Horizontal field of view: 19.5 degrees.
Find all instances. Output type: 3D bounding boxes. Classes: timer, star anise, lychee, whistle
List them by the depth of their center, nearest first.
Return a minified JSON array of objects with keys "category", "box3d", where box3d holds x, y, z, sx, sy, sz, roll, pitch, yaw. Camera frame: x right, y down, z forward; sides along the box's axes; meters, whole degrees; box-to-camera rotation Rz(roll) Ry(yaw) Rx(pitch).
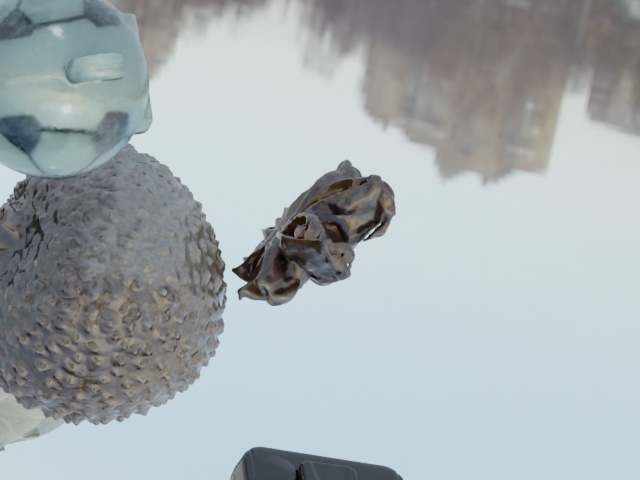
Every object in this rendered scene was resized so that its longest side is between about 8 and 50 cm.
[{"category":"timer","box3d":[0.012,0.238,1.394,0.144,0.055,0.187,12,-140,-22]},{"category":"whistle","box3d":[-0.222,-0.122,1.468,0.163,0.164,0.289,6,175,-28]},{"category":"lychee","box3d":[-0.224,0.045,1.939,0.300,0.300,0.300,11,-170,-2]},{"category":"star anise","box3d":[0.001,-0.003,2.017,0.214,0.099,0.220,-28,-163,35]}]

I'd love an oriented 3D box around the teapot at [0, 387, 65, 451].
[{"category":"teapot","box3d":[-0.391,0.156,2.194,0.221,0.163,0.178,-17,-124,-8]}]
